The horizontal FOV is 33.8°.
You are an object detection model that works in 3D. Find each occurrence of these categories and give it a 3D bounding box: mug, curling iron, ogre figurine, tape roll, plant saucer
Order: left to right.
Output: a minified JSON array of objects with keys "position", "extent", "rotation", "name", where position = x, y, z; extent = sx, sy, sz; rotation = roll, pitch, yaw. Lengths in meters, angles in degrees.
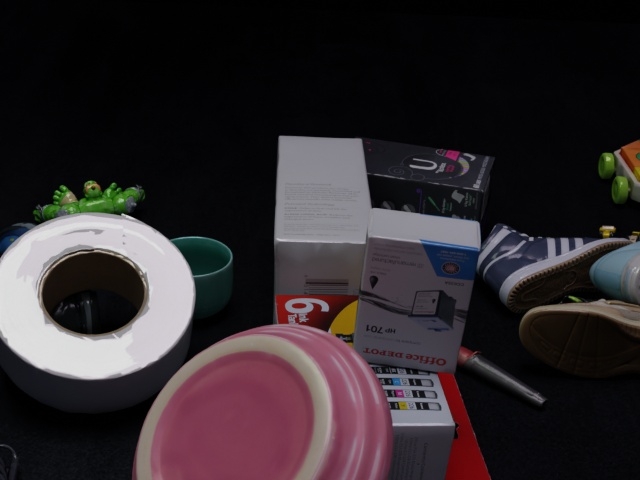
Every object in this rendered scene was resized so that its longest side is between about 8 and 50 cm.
[{"position":[-0.408,-0.061,1.902],"extent":[0.197,0.096,0.118],"rotation":[8,7,-23],"name":"ogre figurine"},{"position":[-0.320,0.098,1.492],"extent":[0.286,0.100,0.286],"rotation":[5,52,-7],"name":"tape roll"},{"position":[-0.211,0.061,1.682],"extent":[0.130,0.097,0.158],"rotation":[-15,32,-28],"name":"mug"},{"position":[-0.083,0.235,1.198],"extent":[0.332,0.084,0.332],"rotation":[-14,53,20],"name":"plant saucer"},{"position":[0.230,0.172,1.581],"extent":[0.068,0.035,0.274],"rotation":[-19,35,-35],"name":"curling iron"}]

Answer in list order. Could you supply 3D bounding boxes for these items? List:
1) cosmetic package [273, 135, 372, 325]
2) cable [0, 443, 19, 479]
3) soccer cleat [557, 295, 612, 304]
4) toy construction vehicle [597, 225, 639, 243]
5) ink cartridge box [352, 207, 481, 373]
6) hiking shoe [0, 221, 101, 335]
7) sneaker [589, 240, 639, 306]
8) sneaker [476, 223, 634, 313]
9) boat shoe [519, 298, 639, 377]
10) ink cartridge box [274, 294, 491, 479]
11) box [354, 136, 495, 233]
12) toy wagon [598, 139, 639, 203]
[{"position":[0.000,0.000,1.696],"extent":[0.156,0.217,0.385],"rotation":[1,27,-4],"name":"cosmetic package"},{"position":[-0.444,0.306,1.260],"extent":[0.151,0.047,0.184],"rotation":[0,29,-5],"name":"cable"},{"position":[0.410,0.117,1.661],"extent":[0.179,0.072,0.060],"rotation":[-18,35,-33],"name":"soccer cleat"},{"position":[0.541,0.006,1.927],"extent":[0.086,0.035,0.098],"rotation":[1,24,20],"name":"toy construction vehicle"},{"position":[0.119,0.065,1.338],"extent":[0.140,0.190,0.082],"rotation":[7,29,2],"name":"ink cartridge box"},{"position":[-0.459,0.062,1.640],"extent":[0.132,0.113,0.304],"rotation":[-17,34,-33],"name":"hiking shoe"},{"position":[0.609,0.039,1.760],"extent":[0.366,0.135,0.150],"rotation":[0,10,-29],"name":"sneaker"},{"position":[0.393,0.026,1.801],"extent":[0.282,0.099,0.153],"rotation":[-15,35,-24],"name":"sneaker"},{"position":[0.441,0.141,1.593],"extent":[0.303,0.109,0.098],"rotation":[6,23,-6],"name":"boat shoe"},{"position":[0.078,0.203,1.414],"extent":[0.272,0.130,0.309],"rotation":[0,28,-7],"name":"ink cartridge box"},{"position":[0.170,-0.082,1.934],"extent":[0.271,0.143,0.165],"rotation":[9,28,12],"name":"box"},{"position":[0.719,-0.147,2.183],"extent":[0.267,0.068,0.344],"rotation":[2,29,-2],"name":"toy wagon"}]
